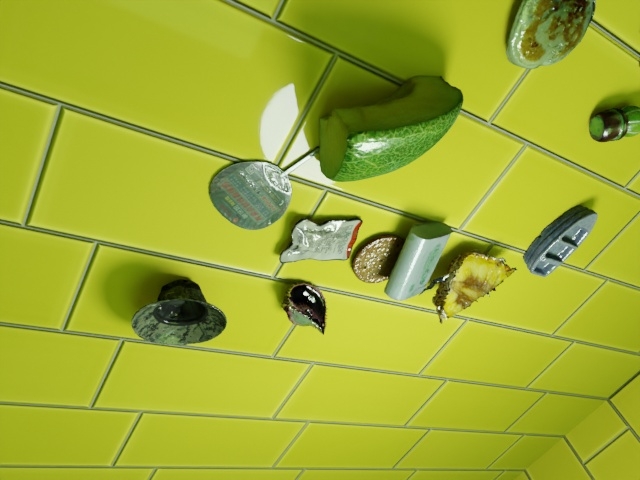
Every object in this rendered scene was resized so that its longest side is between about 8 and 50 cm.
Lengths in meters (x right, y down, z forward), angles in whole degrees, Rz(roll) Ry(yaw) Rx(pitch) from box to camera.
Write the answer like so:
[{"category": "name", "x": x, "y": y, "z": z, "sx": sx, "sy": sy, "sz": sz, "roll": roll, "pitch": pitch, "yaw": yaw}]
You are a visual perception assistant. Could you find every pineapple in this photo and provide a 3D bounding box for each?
[{"category": "pineapple", "x": 0.445, "y": 0.124, "z": 1.802, "sx": 0.334, "sy": 0.161, "sz": 0.158, "roll": -37, "pitch": 106, "yaw": -13}]

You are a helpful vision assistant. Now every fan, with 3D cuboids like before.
[{"category": "fan", "x": -0.158, "y": -0.147, "z": 1.408, "sx": 0.223, "sy": 0.012, "sz": 0.294, "roll": 16, "pitch": 122, "yaw": -30}]

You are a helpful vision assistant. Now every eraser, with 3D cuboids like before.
[{"category": "eraser", "x": 0.294, "y": 0.060, "z": 1.680, "sx": 0.174, "sy": 0.081, "sz": 0.227, "roll": -12, "pitch": 130, "yaw": -43}]

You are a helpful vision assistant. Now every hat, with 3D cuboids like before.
[{"category": "hat", "x": -0.381, "y": 0.182, "z": 1.527, "sx": 0.265, "sy": 0.128, "sz": 0.265, "roll": -3, "pitch": 140, "yaw": -3}]

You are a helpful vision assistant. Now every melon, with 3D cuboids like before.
[{"category": "melon", "x": 0.173, "y": -0.271, "z": 1.307, "sx": 0.343, "sy": 0.226, "sz": 0.331, "roll": -12, "pitch": 170, "yaw": -10}]

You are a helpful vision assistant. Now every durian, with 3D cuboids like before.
[{"category": "durian", "x": -0.061, "y": 0.195, "z": 1.703, "sx": 0.108, "sy": 0.119, "sz": 0.186, "roll": -14, "pitch": 134, "yaw": 46}]

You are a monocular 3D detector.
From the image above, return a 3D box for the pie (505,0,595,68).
[{"category": "pie", "x": 0.546, "y": -0.523, "z": 1.328, "sx": 0.240, "sy": 0.054, "sz": 0.240, "roll": -13, "pitch": 133, "yaw": -14}]

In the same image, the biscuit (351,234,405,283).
[{"category": "biscuit", "x": 0.184, "y": 0.056, "z": 1.704, "sx": 0.187, "sy": 0.027, "sz": 0.188, "roll": -11, "pitch": 131, "yaw": -13}]

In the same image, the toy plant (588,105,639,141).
[{"category": "toy plant", "x": 0.855, "y": -0.334, "z": 1.585, "sx": 0.162, "sy": 0.093, "sz": 0.093, "roll": -12, "pitch": 132, "yaw": -11}]

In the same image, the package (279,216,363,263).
[{"category": "package", "x": 0.000, "y": 0.000, "z": 1.582, "sx": 0.232, "sy": 0.040, "sz": 0.166, "roll": -4, "pitch": 134, "yaw": -28}]

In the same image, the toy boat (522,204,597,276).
[{"category": "toy boat", "x": 0.806, "y": 0.000, "z": 1.865, "sx": 0.127, "sy": 0.078, "sz": 0.283, "roll": 17, "pitch": 121, "yaw": -31}]
